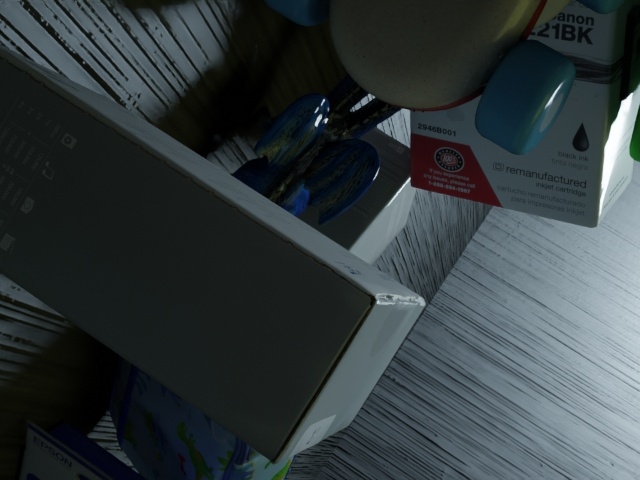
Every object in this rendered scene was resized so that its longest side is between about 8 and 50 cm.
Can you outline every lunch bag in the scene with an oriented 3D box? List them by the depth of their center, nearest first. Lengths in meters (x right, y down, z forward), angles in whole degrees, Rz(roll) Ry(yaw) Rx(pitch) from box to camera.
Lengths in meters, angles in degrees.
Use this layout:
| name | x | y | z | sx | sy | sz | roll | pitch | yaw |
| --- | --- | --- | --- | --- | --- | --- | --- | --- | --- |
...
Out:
| name | x | y | z | sx | sy | sz | roll | pitch | yaw |
| --- | --- | --- | --- | --- | --- | --- | --- | --- | --- |
| lunch bag | -0.102 | 0.141 | 1.019 | 0.090 | 0.176 | 0.219 | -22 | 152 | -32 |

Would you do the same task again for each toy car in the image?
| name | x | y | z | sx | sy | sz | roll | pitch | yaw |
| --- | --- | --- | --- | --- | --- | --- | --- | --- | --- |
| toy car | 0.120 | -0.190 | 0.892 | 0.210 | 0.219 | 0.238 | -61 | 163 | 14 |

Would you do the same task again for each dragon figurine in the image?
| name | x | y | z | sx | sy | sz | roll | pitch | yaw |
| --- | --- | --- | --- | --- | --- | --- | --- | --- | --- |
| dragon figurine | -0.015 | -0.057 | 0.927 | 0.289 | 0.085 | 0.144 | -51 | -166 | -32 |

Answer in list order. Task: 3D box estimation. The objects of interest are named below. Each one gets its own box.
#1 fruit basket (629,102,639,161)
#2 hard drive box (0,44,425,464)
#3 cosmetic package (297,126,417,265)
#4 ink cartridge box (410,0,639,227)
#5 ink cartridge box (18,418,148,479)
| name | x | y | z | sx | sy | sz | roll | pitch | yaw |
| --- | --- | --- | --- | --- | --- | --- | --- | --- | --- |
| fruit basket | 0.405 | -0.251 | 1.013 | 0.392 | 0.283 | 0.392 | 20 | 90 | -89 |
| hard drive box | -0.073 | 0.004 | 0.630 | 0.089 | 0.232 | 0.181 | -58 | 167 | 3 |
| cosmetic package | 0.000 | 0.000 | 1.238 | 0.238 | 0.107 | 0.127 | -46 | 163 | -34 |
| ink cartridge box | 0.192 | -0.172 | 1.138 | 0.114 | 0.197 | 0.273 | -43 | 139 | -48 |
| ink cartridge box | -0.183 | 0.271 | 1.034 | 0.065 | 0.165 | 0.333 | -46 | 165 | -43 |
